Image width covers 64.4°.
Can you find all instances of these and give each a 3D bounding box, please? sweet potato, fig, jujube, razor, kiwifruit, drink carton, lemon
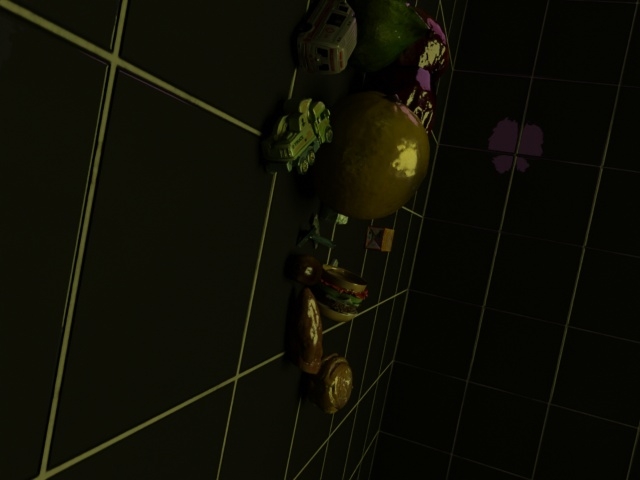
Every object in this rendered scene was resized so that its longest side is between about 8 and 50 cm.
[{"bbox_3d":[-0.039,0.241,1.327,0.097,0.097,0.251,-45,139,-60],"label":"sweet potato"},{"bbox_3d":[0.269,-0.575,1.544,0.224,0.224,0.263,-57,135,-48],"label":"fig"},{"bbox_3d":[0.196,-0.314,1.457,0.376,0.258,0.258,-63,162,3],"label":"jujube"},{"bbox_3d":[-0.004,-0.004,1.337,0.066,0.033,0.190,-47,156,11],"label":"razor"},{"bbox_3d":[-0.036,0.073,1.255,0.124,0.075,0.075,22,80,-67],"label":"kiwifruit"},{"bbox_3d":[0.241,-0.007,2.049,0.223,0.071,0.096,6,95,-72],"label":"drink carton"},{"bbox_3d":[0.110,-0.194,1.193,0.297,0.297,0.297,12,90,-72],"label":"lemon"},{"bbox_3d":[0.180,-0.521,1.267,0.203,0.235,0.203,10,90,-68],"label":"fig"}]

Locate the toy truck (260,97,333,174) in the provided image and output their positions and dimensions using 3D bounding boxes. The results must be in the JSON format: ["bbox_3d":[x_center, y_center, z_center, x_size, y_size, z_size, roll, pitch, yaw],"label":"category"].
[{"bbox_3d":[-0.050,-0.216,1.011,0.191,0.085,0.116,-57,145,-42],"label":"toy truck"}]

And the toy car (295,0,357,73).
[{"bbox_3d":[0.027,-0.436,1.057,0.089,0.108,0.209,79,29,-52],"label":"toy car"}]

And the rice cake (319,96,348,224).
[{"bbox_3d":[0.061,-0.212,1.364,0.063,0.066,0.336,1,100,-52],"label":"rice cake"}]

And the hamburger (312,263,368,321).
[{"bbox_3d":[0.043,0.153,1.421,0.137,0.175,0.175,-67,164,11],"label":"hamburger"}]

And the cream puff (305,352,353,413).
[{"bbox_3d":[0.022,0.439,1.578,0.189,0.129,0.189,-25,118,-61],"label":"cream puff"}]

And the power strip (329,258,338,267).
[{"bbox_3d":[0.032,0.094,1.565,0.090,0.016,0.040,-58,153,-48],"label":"power strip"}]

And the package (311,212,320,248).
[{"bbox_3d":[-0.012,-0.024,1.355,0.110,0.015,0.037,84,20,-48],"label":"package"}]
